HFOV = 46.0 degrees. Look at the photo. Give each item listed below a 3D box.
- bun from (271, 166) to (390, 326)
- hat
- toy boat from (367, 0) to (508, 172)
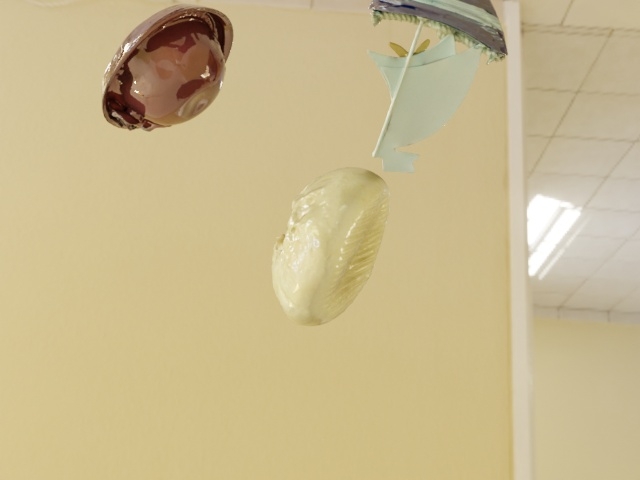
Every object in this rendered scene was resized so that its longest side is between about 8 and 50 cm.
[{"bbox_3d":[0.000,0.000,0.984,0.127,0.222,0.222,26,166,20],"label":"bun"},{"bbox_3d":[-0.185,-0.209,0.972,0.089,0.205,0.205,47,164,14],"label":"hat"},{"bbox_3d":[0.151,-0.233,1.109,0.220,0.291,0.067,13,-164,-12],"label":"toy boat"}]
